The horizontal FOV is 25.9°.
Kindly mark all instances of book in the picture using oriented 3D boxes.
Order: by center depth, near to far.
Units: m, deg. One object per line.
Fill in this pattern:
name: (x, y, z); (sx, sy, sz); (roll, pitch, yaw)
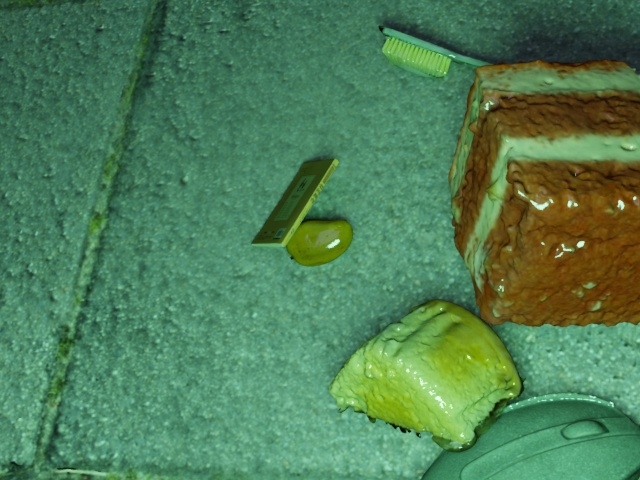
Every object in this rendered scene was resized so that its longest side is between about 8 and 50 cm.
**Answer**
book: (-0.042, -0.061, 2.281); (0.172, 0.012, 0.118); (-57, 23, -15)

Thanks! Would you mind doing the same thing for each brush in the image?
brush: (0.214, -0.291, 2.327); (0.296, 0.068, 0.060); (22, 91, 29)

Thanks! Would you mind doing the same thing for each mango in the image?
mango: (0.000, 0.000, 2.235); (0.114, 0.060, 0.080); (-18, 55, 14)

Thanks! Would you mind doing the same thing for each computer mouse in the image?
computer mouse: (0.261, 0.327, 1.876); (0.374, 0.114, 0.203); (-33, 35, 0)

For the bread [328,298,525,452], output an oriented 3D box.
bread: (0.153, 0.174, 1.974); (0.262, 0.163, 0.204); (12, 32, 40)

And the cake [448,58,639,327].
cake: (0.336, -0.070, 1.963); (0.270, 0.269, 0.320); (-1, 47, -13)
